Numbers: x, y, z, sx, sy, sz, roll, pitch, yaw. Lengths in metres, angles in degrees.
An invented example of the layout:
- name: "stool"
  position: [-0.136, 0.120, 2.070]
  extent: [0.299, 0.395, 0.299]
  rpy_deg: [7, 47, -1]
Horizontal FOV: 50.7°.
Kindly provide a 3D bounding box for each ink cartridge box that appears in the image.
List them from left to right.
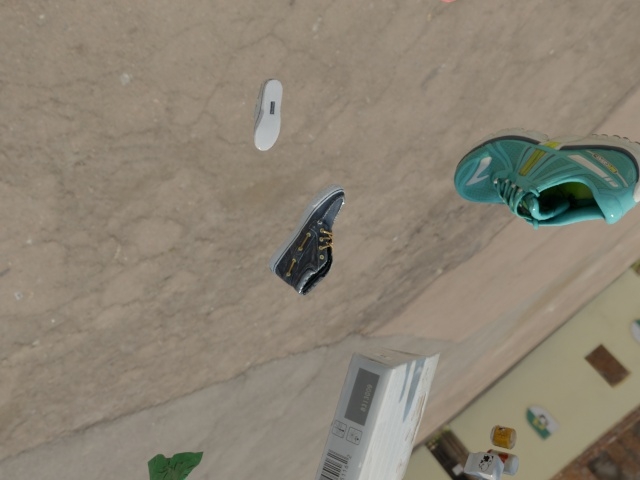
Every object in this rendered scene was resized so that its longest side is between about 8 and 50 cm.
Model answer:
- name: "ink cartridge box"
  position: [0.124, 0.368, 1.365]
  extent: [0.385, 0.091, 0.307]
  rpy_deg: [11, 96, -67]

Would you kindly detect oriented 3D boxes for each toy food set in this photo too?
- name: "toy food set"
  position: [0.288, 0.456, 1.264]
  extent: [0.111, 0.105, 0.232]
  rpy_deg: [54, 53, -37]

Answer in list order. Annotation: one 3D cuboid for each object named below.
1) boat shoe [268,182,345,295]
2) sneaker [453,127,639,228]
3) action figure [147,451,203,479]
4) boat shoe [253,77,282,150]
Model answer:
- name: "boat shoe"
  position: [0.000, 0.000, 1.100]
  extent: [0.183, 0.083, 0.065]
  rpy_deg: [-54, 152, 7]
- name: "sneaker"
  position: [0.264, -0.072, 0.830]
  extent: [0.110, 0.275, 0.107]
  rpy_deg: [-46, 117, -23]
- name: "action figure"
  position: [-0.341, 0.555, 1.510]
  extent: [0.137, 0.063, 0.232]
  rpy_deg: [-15, -168, 1]
- name: "boat shoe"
  position: [-0.077, -0.177, 0.944]
  extent: [0.035, 0.035, 0.100]
  rpy_deg: [-1, 107, -28]
